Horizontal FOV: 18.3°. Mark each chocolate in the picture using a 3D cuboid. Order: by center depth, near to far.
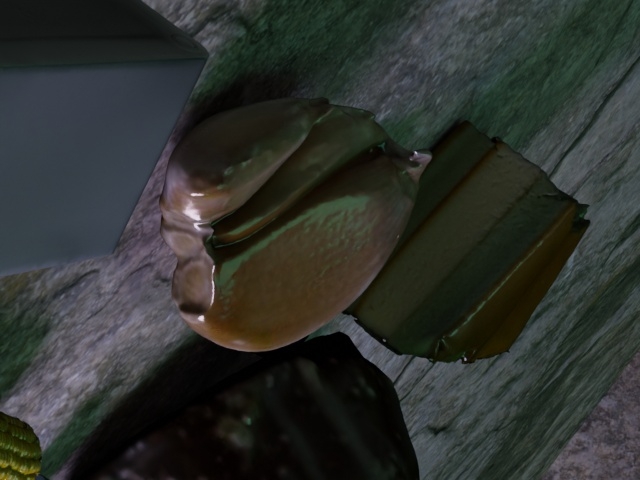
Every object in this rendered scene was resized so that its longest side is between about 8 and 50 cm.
[{"bbox_3d":[-0.049,0.248,1.806,0.340,0.210,0.225,-28,160,-31],"label":"chocolate"}]

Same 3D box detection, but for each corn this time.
[{"bbox_3d":[-0.264,0.147,1.439,0.072,0.072,0.203,-50,159,-2],"label":"corn"}]

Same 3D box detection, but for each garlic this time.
[{"bbox_3d":[-0.030,-0.022,1.559,0.228,0.110,0.217,-20,128,-30],"label":"garlic"}]

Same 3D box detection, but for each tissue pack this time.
[{"bbox_3d":[-0.198,-0.078,1.040,0.246,0.159,0.136,-10,134,-61],"label":"tissue pack"}]

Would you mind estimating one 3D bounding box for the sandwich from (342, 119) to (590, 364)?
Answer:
[{"bbox_3d":[0.140,-0.002,1.941,0.198,0.155,0.227,-59,159,18],"label":"sandwich"}]

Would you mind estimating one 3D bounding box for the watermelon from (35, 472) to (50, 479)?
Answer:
[{"bbox_3d":[-0.229,0.244,1.658,0.072,0.084,0.092,-52,-177,-25],"label":"watermelon"}]

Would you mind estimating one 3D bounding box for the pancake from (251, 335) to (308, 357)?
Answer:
[{"bbox_3d":[0.000,0.000,1.766,0.244,0.057,0.266,-40,161,-25],"label":"pancake"}]
